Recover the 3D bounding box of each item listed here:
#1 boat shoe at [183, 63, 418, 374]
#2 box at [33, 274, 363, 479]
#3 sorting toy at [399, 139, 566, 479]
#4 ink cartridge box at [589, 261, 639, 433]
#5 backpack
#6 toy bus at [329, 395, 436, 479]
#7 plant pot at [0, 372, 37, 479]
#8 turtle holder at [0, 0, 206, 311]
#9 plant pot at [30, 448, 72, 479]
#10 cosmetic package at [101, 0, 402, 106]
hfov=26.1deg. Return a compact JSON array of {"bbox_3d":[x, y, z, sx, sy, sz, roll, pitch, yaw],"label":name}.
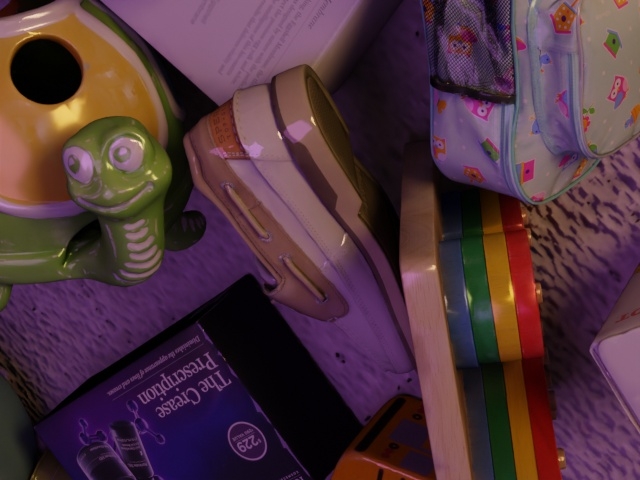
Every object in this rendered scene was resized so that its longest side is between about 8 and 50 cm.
[{"bbox_3d":[0.000,0.000,1.040,0.103,0.113,0.302,-19,130,13],"label":"boat shoe"},{"bbox_3d":[-0.118,0.177,1.295,0.261,0.103,0.184,-34,97,37],"label":"box"},{"bbox_3d":[0.123,0.080,1.019,0.089,0.255,0.257,-8,111,8],"label":"sorting toy"},{"bbox_3d":[0.289,0.032,0.913,0.154,0.212,0.093,-26,99,36],"label":"ink cartridge box"},{"bbox_3d":[0.152,-0.120,0.945,0.144,0.166,0.188,24,126,30],"label":"backpack"},{"bbox_3d":[0.058,0.305,1.252,0.130,0.108,0.332,18,121,19],"label":"toy bus"},{"bbox_3d":[-0.436,0.235,1.410,0.293,0.235,0.293,15,116,32],"label":"plant pot"},{"bbox_3d":[-0.226,-0.079,1.084,0.243,0.320,0.227,-6,121,1],"label":"turtle holder"},{"bbox_3d":[-0.256,0.265,1.439,0.079,0.083,0.083,18,122,7],"label":"plant pot"},{"bbox_3d":[-0.041,-0.237,1.016,0.225,0.138,0.224,43,128,7],"label":"cosmetic package"}]
